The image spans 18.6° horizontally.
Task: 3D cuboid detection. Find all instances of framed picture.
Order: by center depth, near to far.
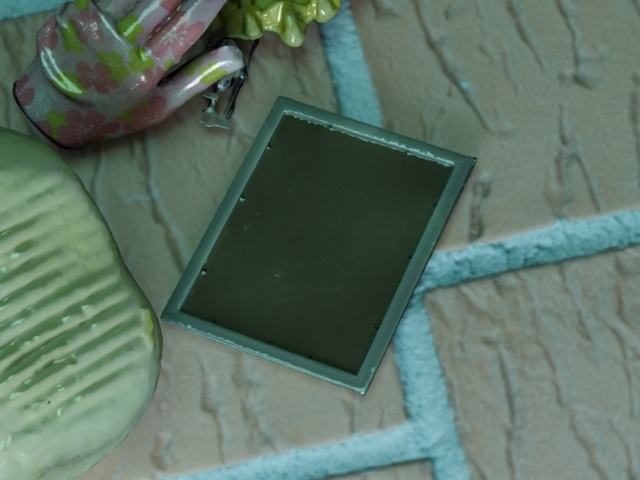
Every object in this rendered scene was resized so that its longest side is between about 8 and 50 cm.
[{"bbox_3d":[0.000,0.000,1.837,0.217,0.017,0.274,21,65,16],"label":"framed picture"}]

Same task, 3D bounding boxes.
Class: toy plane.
[{"bbox_3d":[-0.097,-0.162,1.931,0.049,0.031,0.121,17,60,5],"label":"toy plane"}]

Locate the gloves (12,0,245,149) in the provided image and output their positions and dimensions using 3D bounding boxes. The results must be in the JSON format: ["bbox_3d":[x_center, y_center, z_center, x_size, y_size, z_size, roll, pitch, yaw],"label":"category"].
[{"bbox_3d":[-0.175,-0.192,1.872,0.241,0.126,0.145,-42,70,18],"label":"gloves"}]

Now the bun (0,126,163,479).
[{"bbox_3d":[-0.317,0.077,1.699,0.361,0.213,0.361,2,86,-28],"label":"bun"}]

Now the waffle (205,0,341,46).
[{"bbox_3d":[-0.067,-0.302,1.986,0.261,0.056,0.250,29,64,23],"label":"waffle"}]
